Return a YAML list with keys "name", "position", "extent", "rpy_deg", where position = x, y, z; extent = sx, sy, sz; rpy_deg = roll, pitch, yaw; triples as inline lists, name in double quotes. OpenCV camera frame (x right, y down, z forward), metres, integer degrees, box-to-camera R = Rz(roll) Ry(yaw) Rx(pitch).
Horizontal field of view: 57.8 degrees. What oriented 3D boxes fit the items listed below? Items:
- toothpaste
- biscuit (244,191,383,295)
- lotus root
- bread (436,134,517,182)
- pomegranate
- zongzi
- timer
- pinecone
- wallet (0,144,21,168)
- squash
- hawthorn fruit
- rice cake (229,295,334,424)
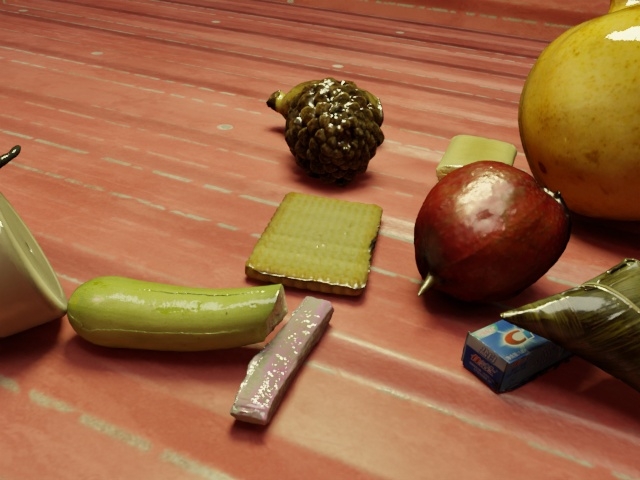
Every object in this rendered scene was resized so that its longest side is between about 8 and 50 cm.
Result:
- name: "toothpaste"
  position: [0.297, 0.106, 0.716]
  extent: [0.272, 0.053, 0.066]
  rpy_deg: [-16, 36, -29]
- name: "biscuit"
  position: [0.000, 0.000, 0.881]
  extent: [0.172, 0.029, 0.254]
  rpy_deg: [10, 31, 8]
- name: "lotus root"
  position: [0.010, -0.284, 1.255]
  extent: [0.260, 0.128, 0.145]
  rpy_deg: [9, 5, 9]
- name: "bread"
  position: [0.306, -0.148, 1.134]
  extent: [0.140, 0.060, 0.178]
  rpy_deg: [14, 33, 18]
- name: "pomegranate"
  position: [0.540, -0.225, 0.964]
  extent: [0.417, 0.416, 0.416]
  rpy_deg: [3, 31, -2]
- name: "zongzi"
  position: [0.308, 0.128, 0.608]
  extent: [0.184, 0.084, 0.187]
  rpy_deg: [-15, 60, -19]
- name: "timer"
  position: [-0.441, 0.072, 0.627]
  extent: [0.266, 0.175, 0.175]
  rpy_deg: [-30, 42, -17]
- name: "pinecone"
  position: [0.015, -0.207, 1.092]
  extent: [0.184, 0.179, 0.205]
  rpy_deg: [-54, 30, -8]
- name: "wallet"
  position: [-0.511, -0.009, 0.675]
  extent: [0.323, 0.041, 0.247]
  rpy_deg: [-19, 18, 28]
- name: "squash"
  position: [-0.165, 0.083, 0.659]
  extent: [0.250, 0.083, 0.083]
  rpy_deg: [1, 31, 4]
- name: "hawthorn fruit"
  position: [0.208, 0.004, 0.781]
  extent: [0.251, 0.189, 0.189]
  rpy_deg: [-34, 45, -20]
- name: "rice cake"
  position: [-0.038, 0.130, 0.651]
  extent: [0.047, 0.036, 0.206]
  rpy_deg: [6, 30, 23]
